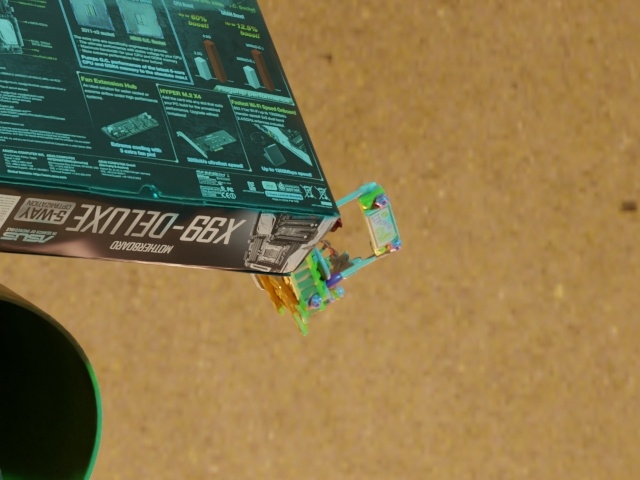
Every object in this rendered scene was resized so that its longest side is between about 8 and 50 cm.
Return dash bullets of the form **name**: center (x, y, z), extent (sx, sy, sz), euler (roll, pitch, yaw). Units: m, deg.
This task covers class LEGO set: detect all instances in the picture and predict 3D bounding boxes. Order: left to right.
- **LEGO set**: center (0.000, 0.000, 1.571), extent (0.107, 0.132, 0.287), euler (-29, 161, -9)

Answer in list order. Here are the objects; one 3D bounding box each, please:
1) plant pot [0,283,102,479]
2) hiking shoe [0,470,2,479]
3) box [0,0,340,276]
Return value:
- **plant pot**: center (-0.364, 0.110, 1.497), extent (0.275, 0.293, 0.274), euler (-14, 118, -27)
- **hiking shoe**: center (-0.294, 0.200, 1.283), extent (0.132, 0.113, 0.304), euler (-13, 128, -21)
- **box**: center (-0.161, -0.102, 1.238), extent (0.307, 0.242, 0.076), euler (5, 140, -36)
